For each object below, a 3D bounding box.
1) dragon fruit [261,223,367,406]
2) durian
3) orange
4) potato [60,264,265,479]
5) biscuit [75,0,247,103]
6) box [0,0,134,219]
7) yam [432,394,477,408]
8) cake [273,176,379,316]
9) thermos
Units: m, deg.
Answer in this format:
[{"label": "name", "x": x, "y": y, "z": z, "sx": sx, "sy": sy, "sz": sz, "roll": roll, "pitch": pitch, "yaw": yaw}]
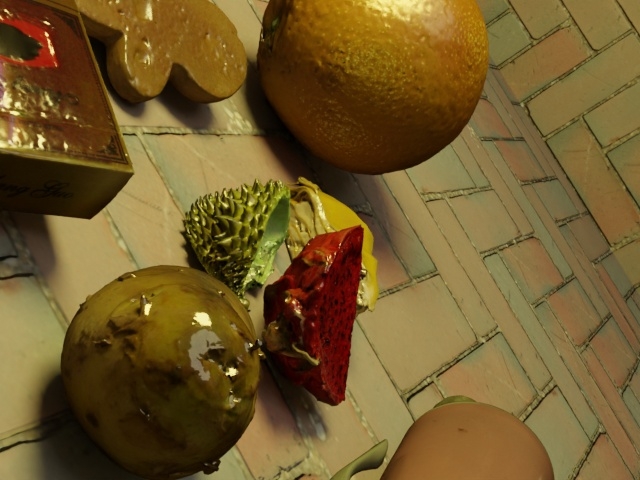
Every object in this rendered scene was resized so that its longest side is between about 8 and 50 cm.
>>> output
[{"label": "dragon fruit", "x": -0.017, "y": 0.058, "z": 0.872, "sx": 0.106, "sy": 0.083, "sz": 0.162, "roll": 10, "pitch": 92, "yaw": -71}, {"label": "durian", "x": -0.063, "y": 0.000, "z": 0.904, "sx": 0.100, "sy": 0.086, "sz": 0.215, "roll": 66, "pitch": 19, "yaw": -14}, {"label": "orange", "x": 0.059, "y": -0.212, "z": 1.186, "sx": 0.274, "sy": 0.274, "sz": 0.274, "roll": 44, "pitch": 25, "yaw": -28}, {"label": "potato", "x": -0.098, "y": 0.082, "z": 0.661, "sx": 0.137, "sy": 0.137, "sz": 0.176, "roll": 57, "pitch": 1, "yaw": 0}, {"label": "biscuit", "x": -0.183, "y": -0.222, "z": 0.951, "sx": 0.301, "sy": 0.049, "sz": 0.197, "roll": 29, "pitch": 56, "yaw": -44}, {"label": "box", "x": -0.237, "y": -0.134, "z": 0.700, "sx": 0.159, "sy": 0.071, "sz": 0.240, "roll": 10, "pitch": 50, "yaw": -48}, {"label": "yam", "x": 0.127, "y": 0.208, "z": 1.022, "sx": 0.068, "sy": 0.068, "sz": 0.169, "roll": 57, "pitch": 15, "yaw": 1}, {"label": "cake", "x": 0.004, "y": -0.002, "z": 1.036, "sx": 0.116, "sy": 0.080, "sz": 0.185, "roll": 50, "pitch": 28, "yaw": -23}, {"label": "thermos", "x": 0.087, "y": 0.234, "z": 0.812, "sx": 0.176, "sy": 0.146, "sz": 0.265, "roll": 49, "pitch": 24, "yaw": 5}]
